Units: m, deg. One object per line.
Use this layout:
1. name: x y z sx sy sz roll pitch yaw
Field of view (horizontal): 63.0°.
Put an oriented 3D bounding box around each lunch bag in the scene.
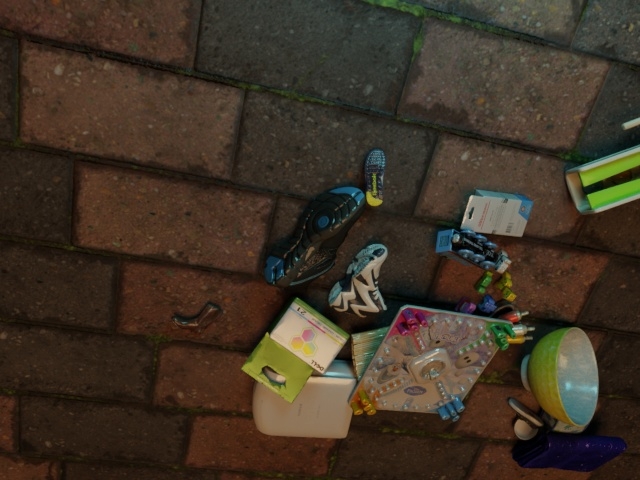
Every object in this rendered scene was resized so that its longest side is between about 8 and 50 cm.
1. lunch bag: 0.807 0.604 1.743 0.128 0.096 0.151 0 124 -7

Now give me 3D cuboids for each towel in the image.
1. towel: 0.843 0.725 1.770 0.308 0.076 0.228 6 142 -12

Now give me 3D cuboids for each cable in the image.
1. cable: 0.490 0.273 1.567 0.287 0.072 0.140 -17 111 2

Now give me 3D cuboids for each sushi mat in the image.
1. sushi mat: 0.245 0.319 1.536 0.316 0.019 0.152 -10 97 -12

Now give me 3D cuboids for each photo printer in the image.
1. photo printer: -0.051 0.475 1.580 0.307 0.107 0.256 7 113 -9

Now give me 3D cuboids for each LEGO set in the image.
1. LEGO set: 0.499 0.150 1.498 0.087 0.093 0.227 26 110 -17

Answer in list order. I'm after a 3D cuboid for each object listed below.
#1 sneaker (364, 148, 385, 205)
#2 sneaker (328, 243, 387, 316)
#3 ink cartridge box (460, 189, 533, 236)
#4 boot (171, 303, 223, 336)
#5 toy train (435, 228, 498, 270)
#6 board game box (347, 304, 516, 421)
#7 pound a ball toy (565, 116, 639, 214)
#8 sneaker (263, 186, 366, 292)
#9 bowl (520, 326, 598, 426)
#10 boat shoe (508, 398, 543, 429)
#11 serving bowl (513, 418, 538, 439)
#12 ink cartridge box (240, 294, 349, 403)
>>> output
1. sneaker: 0.137 -0.161 1.337 0.053 0.059 0.144 5 95 4
2. sneaker: 0.145 0.125 1.447 0.153 0.094 0.235 29 109 -19
3. ink cartridge box: 0.464 -0.076 1.406 0.180 0.060 0.104 7 114 -9
4. boot: -0.343 0.209 1.461 0.114 0.037 0.106 -42 126 16
5. toy train: 0.401 0.026 1.419 0.184 0.105 0.080 23 70 -34
6. board game box: 0.324 0.373 1.509 0.389 0.050 0.390 12 119 -23
7. pound a ball toy: 0.808 -0.217 1.360 0.319 0.136 0.208 -20 90 3
8. sneaker: 0.000 0.000 1.378 0.341 0.125 0.139 -45 137 13
9. bowl: 0.710 0.407 1.591 0.156 0.289 0.289 -10 126 47
10. boat shoe: 0.675 0.580 1.734 0.142 0.049 0.040 37 113 -4
11. serving bowl: 0.696 0.633 1.776 0.083 0.027 0.083 0 93 -3
12. ink cartridge box: -0.071 0.309 1.442 0.188 0.097 0.255 36 84 -7
